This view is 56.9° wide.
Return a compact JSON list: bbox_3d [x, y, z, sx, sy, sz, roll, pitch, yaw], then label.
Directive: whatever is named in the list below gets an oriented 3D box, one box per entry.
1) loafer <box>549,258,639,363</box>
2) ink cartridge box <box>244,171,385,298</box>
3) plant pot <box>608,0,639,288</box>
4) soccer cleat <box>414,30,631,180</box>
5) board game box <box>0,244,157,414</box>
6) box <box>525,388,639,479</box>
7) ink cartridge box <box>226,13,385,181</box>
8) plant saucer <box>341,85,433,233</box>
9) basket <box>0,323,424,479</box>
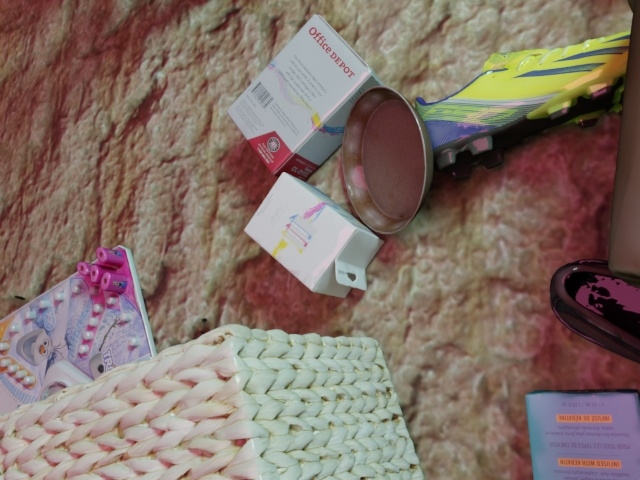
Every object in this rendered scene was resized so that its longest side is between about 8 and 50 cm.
[{"bbox_3d":[0.345,0.091,0.505,0.303,0.095,0.109,20,89,30],"label":"loafer"},{"bbox_3d":[0.000,0.000,0.713,0.143,0.092,0.090,39,100,28],"label":"ink cartridge box"},{"bbox_3d":[0.340,-0.075,0.387,0.323,0.323,0.280,21,91,30],"label":"plant pot"},{"bbox_3d":[0.230,-0.166,0.619,0.289,0.093,0.121,-22,69,24],"label":"soccer cleat"},{"bbox_3d":[-0.406,0.256,0.910,0.390,0.050,0.389,-29,68,21],"label":"board game box"},{"bbox_3d":[0.255,0.263,0.543,0.101,0.060,0.244,-9,76,27],"label":"box"},{"bbox_3d":[-0.016,-0.178,0.765,0.175,0.072,0.127,-43,64,15],"label":"ink cartridge box"},{"bbox_3d":[0.078,-0.092,0.682,0.168,0.029,0.168,24,118,58],"label":"plant saucer"},{"bbox_3d":[-0.091,0.258,0.582,0.331,0.328,0.266,-23,68,24],"label":"basket"}]
